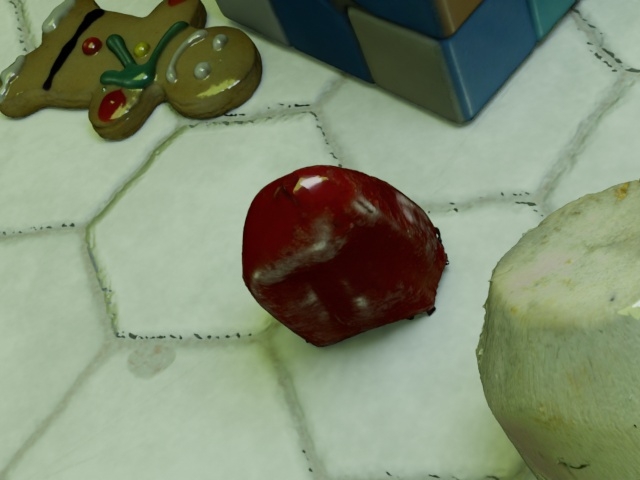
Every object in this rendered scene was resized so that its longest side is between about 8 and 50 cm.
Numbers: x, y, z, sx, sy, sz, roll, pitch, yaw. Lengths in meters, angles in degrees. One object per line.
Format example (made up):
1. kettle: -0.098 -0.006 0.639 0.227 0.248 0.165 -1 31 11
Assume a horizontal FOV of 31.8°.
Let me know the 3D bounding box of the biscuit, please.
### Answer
1. biscuit: -0.197 -0.192 1.180 0.301 0.049 0.197 12 63 27

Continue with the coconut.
1. coconut: 0.222 0.086 0.709 0.227 0.230 0.227 -29 22 13

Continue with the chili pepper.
1. chili pepper: 0.000 0.000 0.836 0.144 0.252 0.136 15 80 21

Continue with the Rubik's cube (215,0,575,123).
1. Rubik's cube: 0.070 -0.378 1.022 0.347 0.346 0.344 31 71 36
